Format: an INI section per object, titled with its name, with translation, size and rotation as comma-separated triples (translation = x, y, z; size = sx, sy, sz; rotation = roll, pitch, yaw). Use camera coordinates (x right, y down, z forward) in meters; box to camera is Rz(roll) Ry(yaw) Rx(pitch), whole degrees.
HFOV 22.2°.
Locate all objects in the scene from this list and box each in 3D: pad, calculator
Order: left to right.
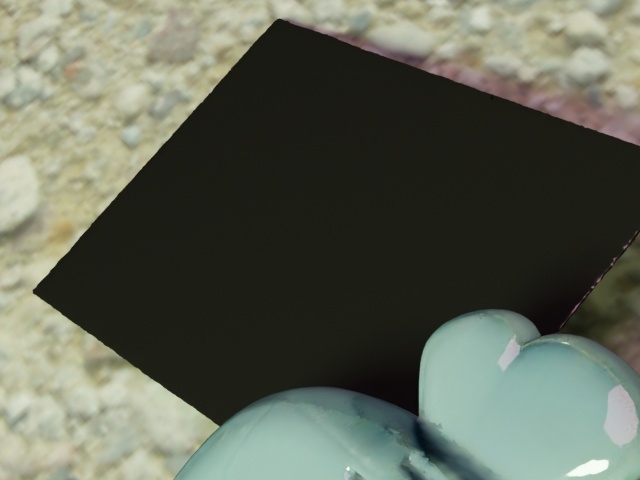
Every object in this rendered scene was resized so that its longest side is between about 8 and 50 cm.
[calculator]
translation = -0.006, 0.153, 0.492
size = 0.188, 0.042, 0.302
rotation = 35, 98, 42
[pad]
translation = 0.000, 0.000, 0.626
size = 0.170, 0.006, 0.245
rotation = -49, 41, -12

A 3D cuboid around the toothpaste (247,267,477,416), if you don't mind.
[toothpaste]
translation = 0.066, 0.099, 0.534
size = 0.100, 0.066, 0.323
rotation = -36, 47, 4
